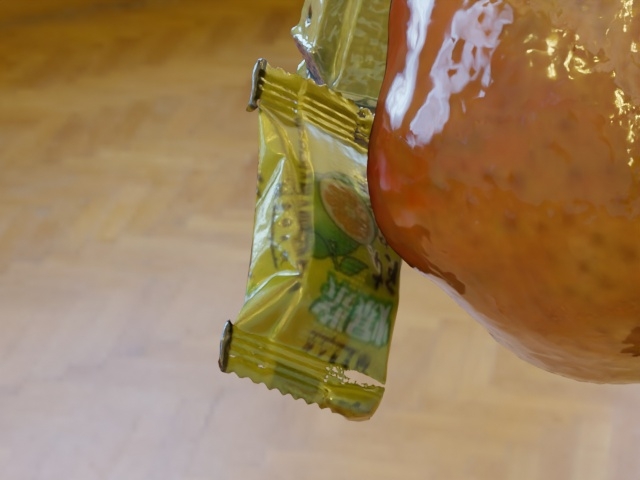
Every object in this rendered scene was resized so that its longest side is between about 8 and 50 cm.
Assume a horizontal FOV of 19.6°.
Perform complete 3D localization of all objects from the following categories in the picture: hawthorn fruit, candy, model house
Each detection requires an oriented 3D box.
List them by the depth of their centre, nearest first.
[{"bbox_3d":[0.281,-0.110,1.499,0.472,0.471,0.472,2,27,-1],"label":"hawthorn fruit"},{"bbox_3d":[0.000,0.000,1.593,0.187,0.297,0.081,23,-28,-34],"label":"candy"},{"bbox_3d":[0.102,-0.206,2.091,0.321,0.266,0.261,9,17,-15],"label":"model house"}]
